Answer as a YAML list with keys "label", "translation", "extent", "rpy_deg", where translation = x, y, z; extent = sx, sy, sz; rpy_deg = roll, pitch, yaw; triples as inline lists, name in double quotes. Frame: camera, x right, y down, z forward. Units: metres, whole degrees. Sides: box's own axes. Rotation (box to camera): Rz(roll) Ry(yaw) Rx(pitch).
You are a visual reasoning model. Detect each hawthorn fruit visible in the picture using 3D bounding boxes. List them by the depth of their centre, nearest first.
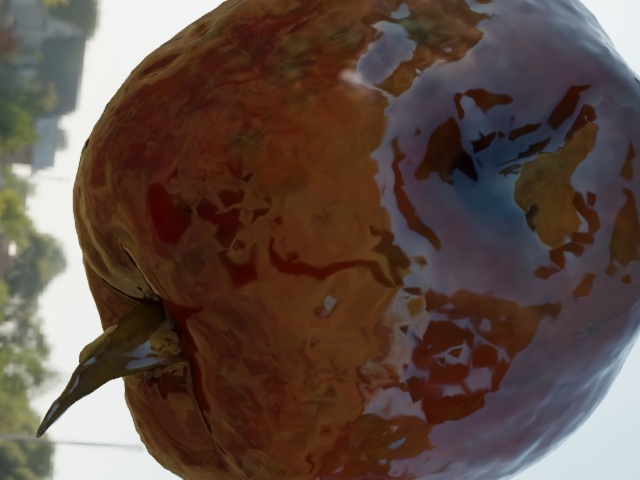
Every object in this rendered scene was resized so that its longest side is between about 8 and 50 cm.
- label: "hawthorn fruit"
  translation: [0.020, -0.008, 0.573]
  extent: [0.258, 0.262, 0.258]
  rpy_deg: [-15, 90, -85]
